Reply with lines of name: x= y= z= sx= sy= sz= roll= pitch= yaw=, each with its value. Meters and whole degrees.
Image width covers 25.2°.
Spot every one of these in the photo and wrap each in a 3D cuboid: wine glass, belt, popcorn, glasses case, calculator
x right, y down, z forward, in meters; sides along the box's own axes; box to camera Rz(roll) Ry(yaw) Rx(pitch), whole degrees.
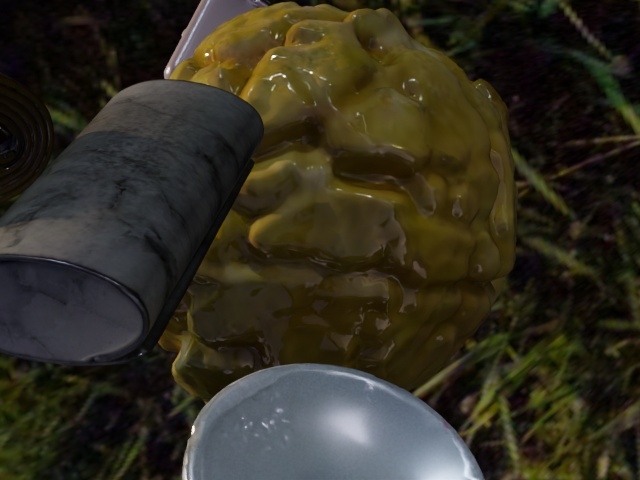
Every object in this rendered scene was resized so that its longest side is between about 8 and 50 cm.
wine glass: x=-0.014 y=0.162 z=0.631 sx=0.165 sy=0.165 sz=0.196 roll=38 pitch=133 yaw=17
belt: x=-0.536 y=-0.147 z=1.948 sx=0.122 sy=0.339 sz=0.217 roll=31 pitch=114 yaw=41
popcorn: x=0.004 y=-0.007 z=1.282 sx=0.344 sy=0.390 sz=0.354 roll=10 pitch=69 yaw=4
glasses case: x=-0.115 y=-0.023 z=0.835 sx=0.114 sy=0.299 sz=0.060 roll=9 pitch=114 yaw=6
calculator: x=-0.100 y=-0.200 z=1.521 sx=0.100 sy=0.175 sz=0.032 roll=32 pitch=147 yaw=-14
